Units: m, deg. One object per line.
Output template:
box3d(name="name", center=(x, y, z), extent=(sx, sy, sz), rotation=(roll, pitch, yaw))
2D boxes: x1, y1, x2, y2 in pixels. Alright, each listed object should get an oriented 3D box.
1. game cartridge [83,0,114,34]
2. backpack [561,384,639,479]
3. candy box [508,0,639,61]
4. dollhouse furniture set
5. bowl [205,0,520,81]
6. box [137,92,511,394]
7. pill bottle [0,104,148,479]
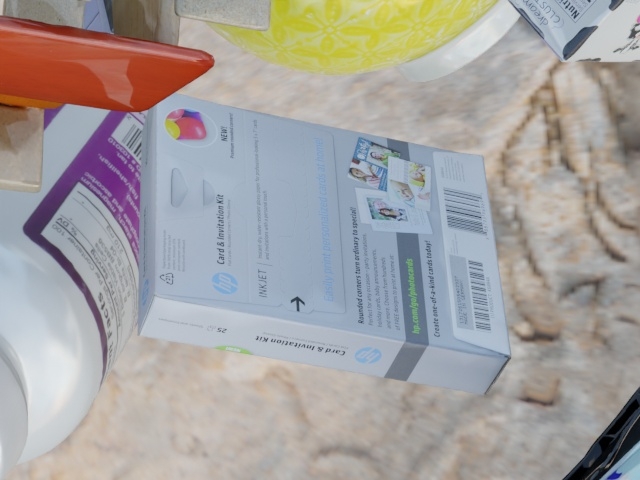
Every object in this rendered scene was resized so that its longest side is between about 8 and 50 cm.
box3d(name="game cartridge", center=(-0.126, -0.322, 1.585), extent=(0.068, 0.355, 0.230), rotation=(9, 54, -33))
box3d(name="backpack", center=(0.224, 0.109, 0.834), extent=(0.191, 0.225, 0.253), rotation=(39, 105, 23))
box3d(name="candy box", center=(0.217, -0.194, 1.086), extent=(0.070, 0.165, 0.196), rotation=(51, 119, 18))
box3d(name="dollhouse furniture set", center=(-0.176, -0.086, 0.801), extent=(0.259, 0.262, 0.135), rotation=(7, 73, -29))
box3d(name="bowl", center=(0.060, -0.206, 1.321), extent=(0.289, 0.289, 0.156), rotation=(-44, 115, -7))
box3d(name="box", center=(0.000, 0.000, 0.970), extent=(0.186, 0.038, 0.145), rotation=(11, 46, -16))
box3d(name="pill bottle", center=(-0.193, 0.028, 1.112), extent=(0.169, 0.301, 0.169), rotation=(7, 122, 12))
